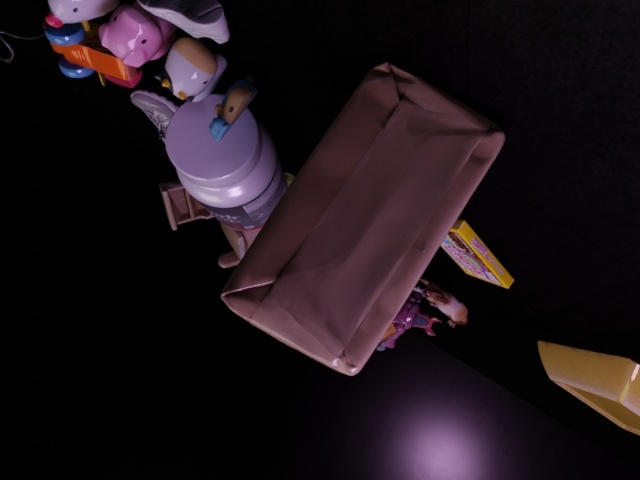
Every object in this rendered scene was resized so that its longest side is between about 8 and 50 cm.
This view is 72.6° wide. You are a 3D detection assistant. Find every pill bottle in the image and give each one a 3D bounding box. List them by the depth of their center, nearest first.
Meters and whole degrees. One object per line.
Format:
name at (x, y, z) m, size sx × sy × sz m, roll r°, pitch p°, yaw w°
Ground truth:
pill bottle at (-0.192, -0.156, 0.961) m, size 0.210 × 0.210 × 0.363 m, roll 33°, pitch 172°, yaw 8°

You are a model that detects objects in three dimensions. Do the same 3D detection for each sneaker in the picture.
sneaker at (-0.191, -0.312, 0.600) m, size 0.152 × 0.053 × 0.061 m, roll 31°, pitch 174°, yaw 14°
sneaker at (-0.426, -0.318, 1.253) m, size 0.281 × 0.115 × 0.105 m, roll 37°, pitch 171°, yaw -19°

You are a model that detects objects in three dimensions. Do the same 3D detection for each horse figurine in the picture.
horse figurine at (0.359, 0.182, 1.289) m, size 0.263 × 0.066 × 0.174 m, roll 40°, pitch 176°, yaw -23°

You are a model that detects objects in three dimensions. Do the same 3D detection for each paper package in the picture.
paper package at (0.058, 0.006, 0.577) m, size 0.168 × 0.309 × 0.325 m, roll 32°, pitch 173°, yaw 12°

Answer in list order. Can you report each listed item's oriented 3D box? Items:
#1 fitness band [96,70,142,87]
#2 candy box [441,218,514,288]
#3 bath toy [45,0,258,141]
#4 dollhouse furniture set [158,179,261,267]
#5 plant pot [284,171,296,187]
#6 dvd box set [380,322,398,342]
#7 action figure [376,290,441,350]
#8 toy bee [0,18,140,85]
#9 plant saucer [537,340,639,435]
fitness band at (-0.579, -0.486, 1.123) m, size 0.291 × 0.054 × 0.209 m, roll 28°, pitch 173°, yaw 40°
candy box at (0.270, 0.018, 0.811) m, size 0.206 × 0.027 × 0.105 m, roll 40°, pitch 173°, yaw -33°
bath toy at (-0.271, -0.305, 0.684) m, size 0.348 × 0.129 × 0.151 m, roll 36°, pitch 166°, yaw -12°
dollhouse furniture set at (-0.366, -0.066, 1.493) m, size 0.394 × 0.257 × 0.362 m, roll 51°, pitch 151°, yaw 43°
plant pot at (-0.086, -0.127, 1.171) m, size 0.083 × 0.079 × 0.083 m, roll 34°, pitch 172°, yaw 5°
dvd box set at (0.050, 0.089, 1.159) m, size 0.420 × 0.062 × 0.307 m, roll 61°, pitch 170°, yaw 17°
action figure at (0.204, 0.200, 1.398) m, size 0.370 × 0.248 × 0.275 m, roll 13°, pitch 152°, yaw 27°
toy bee at (-0.513, -0.438, 0.914) m, size 0.298 × 0.162 × 0.195 m, roll 24°, pitch 144°, yaw -17°
plant saucer at (0.698, 0.366, 0.985) m, size 0.333 × 0.081 × 0.333 m, roll 35°, pitch 172°, yaw -1°
